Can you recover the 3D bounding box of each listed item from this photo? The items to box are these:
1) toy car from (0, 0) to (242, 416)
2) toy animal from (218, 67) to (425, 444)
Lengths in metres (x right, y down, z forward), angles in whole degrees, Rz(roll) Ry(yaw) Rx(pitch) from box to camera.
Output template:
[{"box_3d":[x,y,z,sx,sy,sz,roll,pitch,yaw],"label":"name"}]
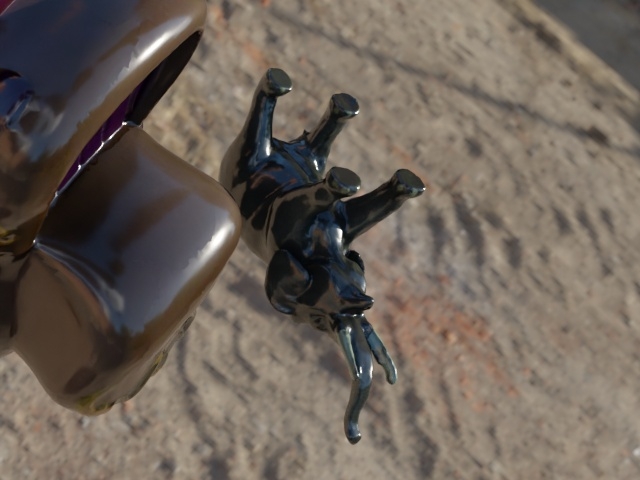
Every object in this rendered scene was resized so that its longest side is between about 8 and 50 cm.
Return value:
[{"box_3d":[-0.165,-0.044,0.853,0.240,0.340,0.271,35,53,2],"label":"toy car"},{"box_3d":[0.006,-0.004,0.988,0.082,0.137,0.269,2,50,-39],"label":"toy animal"}]
